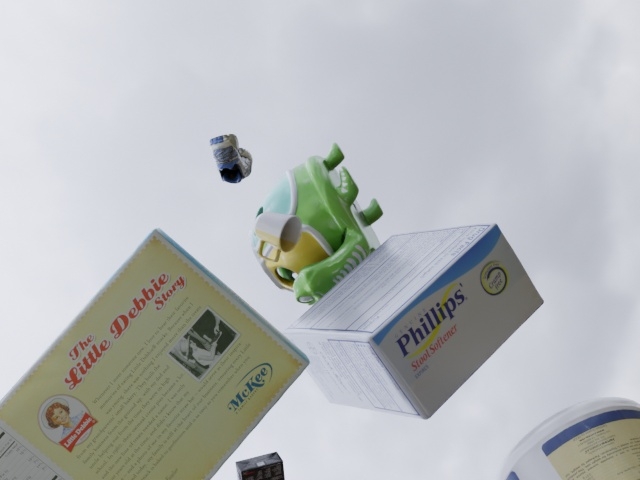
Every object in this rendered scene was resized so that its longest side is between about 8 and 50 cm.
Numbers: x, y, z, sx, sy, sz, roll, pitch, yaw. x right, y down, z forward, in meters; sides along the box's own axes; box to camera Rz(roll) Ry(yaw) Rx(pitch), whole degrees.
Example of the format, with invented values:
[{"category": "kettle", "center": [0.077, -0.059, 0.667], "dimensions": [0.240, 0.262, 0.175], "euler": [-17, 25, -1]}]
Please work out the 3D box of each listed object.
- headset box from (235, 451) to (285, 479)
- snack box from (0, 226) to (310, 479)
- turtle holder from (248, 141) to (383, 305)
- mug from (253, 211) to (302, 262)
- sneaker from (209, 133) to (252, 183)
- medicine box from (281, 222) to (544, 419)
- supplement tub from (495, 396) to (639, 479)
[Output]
[{"category": "headset box", "center": [-0.081, 0.343, 1.325], "dimensions": [0.062, 0.032, 0.083], "euler": [-11, -71, -17]}, {"category": "snack box", "center": [-0.184, 0.167, 0.858], "dimensions": [0.322, 0.187, 0.060], "euler": [-49, 7, -5]}, {"category": "turtle holder", "center": [0.005, 0.004, 1.721], "dimensions": [0.227, 0.320, 0.243], "euler": [-31, -35, 8]}, {"category": "mug", "center": [-0.077, -0.013, 1.549], "dimensions": [0.078, 0.064, 0.062], "euler": [-57, -32, -25]}, {"category": "sneaker", "center": [-0.130, -0.106, 1.387], "dimensions": [0.135, 0.052, 0.058], "euler": [47, -148, -73]}, {"category": "medicine box", "center": [0.129, 0.115, 1.413], "dimensions": [0.263, 0.289, 0.149], "euler": [-40, -75, -23]}, {"category": "supplement tub", "center": [0.367, 0.364, 1.101], "dimensions": [0.228, 0.316, 0.228], "euler": [-13, -48, -15]}]
